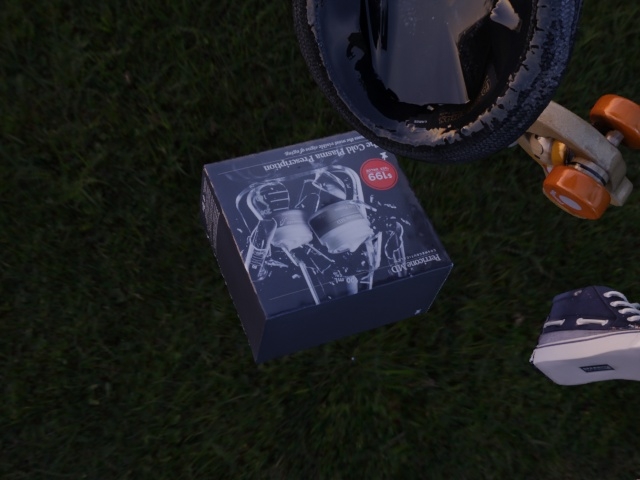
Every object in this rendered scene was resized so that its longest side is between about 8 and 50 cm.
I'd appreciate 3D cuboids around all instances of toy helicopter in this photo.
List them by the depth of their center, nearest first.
[{"bbox_3d":[0.327,-0.110,1.272,0.235,0.355,0.140,32,86,23],"label":"toy helicopter"}]

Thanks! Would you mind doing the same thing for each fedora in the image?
[{"bbox_3d":[0.129,-0.250,0.910,0.334,0.334,0.152,43,42,7],"label":"fedora"}]

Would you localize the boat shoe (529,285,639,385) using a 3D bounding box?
[{"bbox_3d":[0.502,0.142,1.492,0.127,0.340,0.158,38,59,-29],"label":"boat shoe"}]

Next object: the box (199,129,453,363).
[{"bbox_3d":[0.000,0.000,1.581,0.343,0.179,0.312,-16,64,-19],"label":"box"}]
